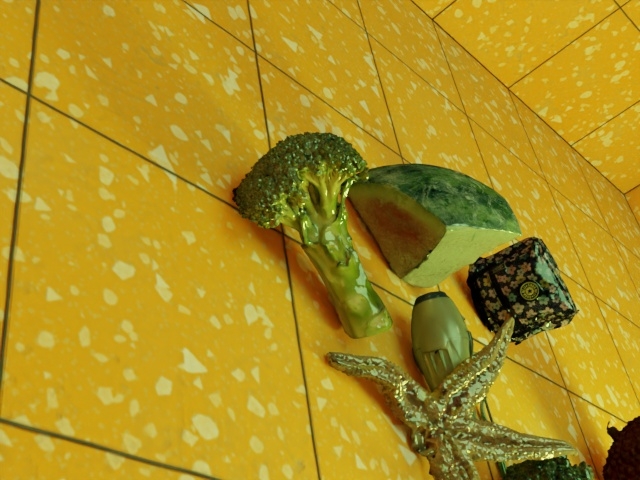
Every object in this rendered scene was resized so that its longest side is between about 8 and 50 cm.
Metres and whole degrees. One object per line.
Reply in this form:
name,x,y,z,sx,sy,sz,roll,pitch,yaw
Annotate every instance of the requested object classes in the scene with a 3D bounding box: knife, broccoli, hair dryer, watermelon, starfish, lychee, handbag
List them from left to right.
broccoli,0.006,-0.003,1.434,0.361,0.221,0.252,62,-7,12
watermelon,0.213,-0.020,1.768,0.387,0.258,0.228,21,29,33
hair dryer,0.270,0.278,1.631,0.298,0.119,0.296,47,32,-41
starfish,0.251,0.299,1.454,0.383,0.132,0.398,-22,68,-29
knife,0.337,0.383,1.675,0.022,0.026,0.184,17,48,-39
handbag,0.449,0.115,1.953,0.229,0.207,0.127,64,14,3
broccoli,0.450,0.501,1.611,0.275,0.177,0.199,41,29,-58
lychee,0.763,0.520,1.943,0.264,0.264,0.300,25,15,-43

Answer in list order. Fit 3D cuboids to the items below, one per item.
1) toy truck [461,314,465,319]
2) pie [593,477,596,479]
toy truck,0.264,0.156,1.795,0.083,0.039,0.044,29,21,-42
pie,0.560,0.567,1.753,0.179,0.084,0.205,46,26,-16
